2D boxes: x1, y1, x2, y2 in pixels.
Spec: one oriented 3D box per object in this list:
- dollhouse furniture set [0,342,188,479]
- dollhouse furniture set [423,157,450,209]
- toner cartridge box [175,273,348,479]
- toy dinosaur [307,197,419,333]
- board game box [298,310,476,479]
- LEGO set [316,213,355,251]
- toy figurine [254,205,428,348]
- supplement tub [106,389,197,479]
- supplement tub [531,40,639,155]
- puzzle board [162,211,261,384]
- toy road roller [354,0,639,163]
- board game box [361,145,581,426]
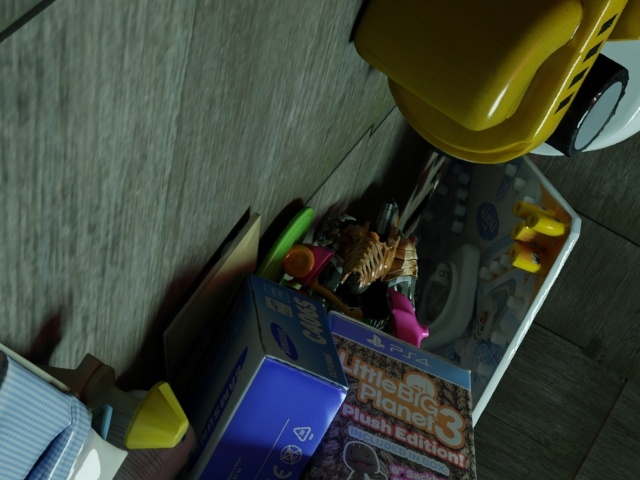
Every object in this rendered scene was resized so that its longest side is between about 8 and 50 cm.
[{"bbox_3d":[-0.151,0.187,0.575,0.303,0.198,0.286,-58,169,-14],"label":"dollhouse furniture set"},{"bbox_3d":[0.216,-0.031,1.719,0.144,0.123,0.151,-80,-176,-48],"label":"dollhouse furniture set"},{"bbox_3d":[-0.100,0.212,0.987,0.347,0.075,0.165,-61,-163,14],"label":"toner cartridge box"},{"bbox_3d":[0.040,0.053,1.328,0.322,0.164,0.218,24,81,-61],"label":"toy dinosaur"},{"bbox_3d":[0.007,0.249,0.990,0.232,0.141,0.291,-54,-161,35],"label":"board game box"},{"bbox_3d":[-0.001,-0.001,1.229,0.083,0.023,0.054,-36,154,-35],"label":"LEGO set"},{"bbox_3d":[0.011,0.083,1.099,0.173,0.159,0.130,-59,173,5],"label":"toy figurine"},{"bbox_3d":[-0.144,0.165,0.875,0.107,0.071,0.071,-50,165,-39],"label":"supplement tub"},{"bbox_3d":[0.286,-0.234,1.331,0.331,0.241,0.241,-40,157,-59],"label":"supplement tub"},{"bbox_3d":[-0.088,0.046,0.978,0.128,0.011,0.096,-54,168,-27],"label":"puzzle board"},{"bbox_3d":[0.170,-0.216,1.003,0.241,0.202,0.329,-24,145,-54],"label":"toy road roller"},{"bbox_3d":[0.140,0.064,1.466,0.390,0.050,0.390,-64,-162,19],"label":"board game box"}]
